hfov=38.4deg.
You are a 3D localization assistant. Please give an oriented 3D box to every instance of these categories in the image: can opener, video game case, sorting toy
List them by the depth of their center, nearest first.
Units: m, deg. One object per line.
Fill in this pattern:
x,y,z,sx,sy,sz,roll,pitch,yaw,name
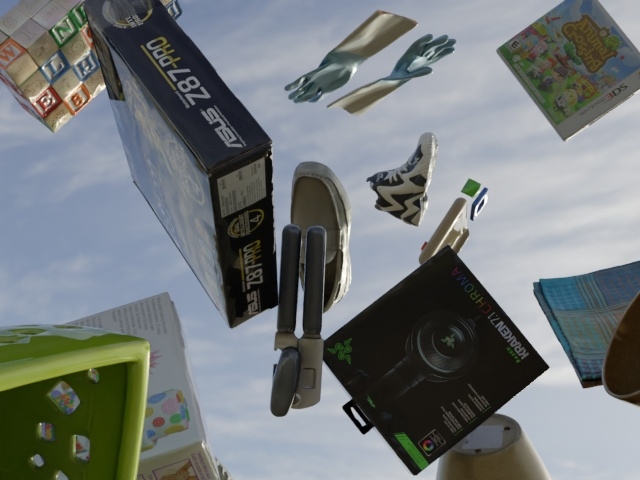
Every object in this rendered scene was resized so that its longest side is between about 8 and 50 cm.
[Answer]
-0.029,0.116,1.342,0.074,0.280,0.093,4,0,-1,can opener
0.450,-0.313,1.626,0.193,0.212,0.023,-35,-15,9,video game case
0.269,0.008,2.062,0.047,0.347,0.196,29,-13,22,sorting toy

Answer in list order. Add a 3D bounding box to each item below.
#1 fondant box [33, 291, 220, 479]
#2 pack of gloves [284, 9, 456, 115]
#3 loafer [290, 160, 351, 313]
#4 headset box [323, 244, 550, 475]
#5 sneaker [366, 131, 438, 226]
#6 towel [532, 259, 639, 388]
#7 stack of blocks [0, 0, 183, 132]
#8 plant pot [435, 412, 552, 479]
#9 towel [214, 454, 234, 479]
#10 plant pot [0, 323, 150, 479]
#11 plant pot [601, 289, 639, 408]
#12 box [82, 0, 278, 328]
-0.302,0.213,1.049,0.331,0.238,0.096,-18,-47,-5,fondant box
0.075,-0.235,1.333,0.195,0.046,0.232,1,-24,-44,pack of gloves
0.000,0.000,1.702,0.112,0.111,0.319,3,-49,19,loafer
0.159,0.193,1.430,0.283,0.246,0.131,-37,-11,-6,headset box
0.184,-0.155,2.159,0.153,0.094,0.234,15,-53,13,sneaker
0.537,0.130,1.592,0.272,0.370,0.040,-11,-69,5,towel
-0.370,-0.333,1.438,0.087,0.297,0.171,37,-15,25,stack of blocks
0.293,0.437,1.534,0.257,0.256,0.273,-6,-69,18,plant pot
-0.125,0.477,1.158,0.056,0.312,0.324,-13,-56,18,towel
-0.296,0.173,0.730,0.207,0.227,0.228,14,9,27,plant pot
0.567,0.181,1.274,0.254,0.237,0.237,33,-35,-3,plant pot
-0.173,-0.101,1.233,0.097,0.318,0.395,-27,-26,-16,box
